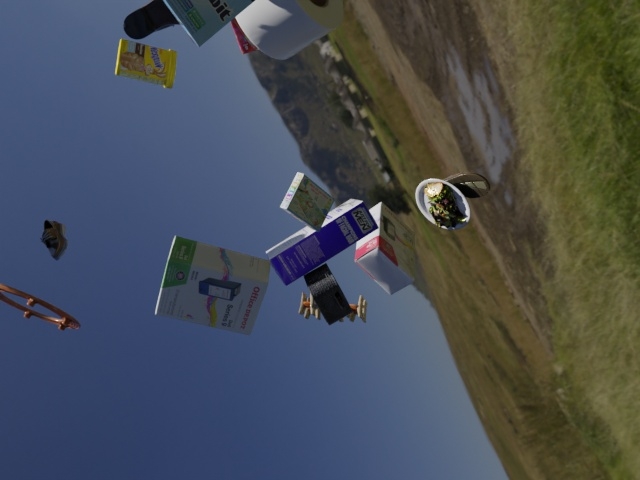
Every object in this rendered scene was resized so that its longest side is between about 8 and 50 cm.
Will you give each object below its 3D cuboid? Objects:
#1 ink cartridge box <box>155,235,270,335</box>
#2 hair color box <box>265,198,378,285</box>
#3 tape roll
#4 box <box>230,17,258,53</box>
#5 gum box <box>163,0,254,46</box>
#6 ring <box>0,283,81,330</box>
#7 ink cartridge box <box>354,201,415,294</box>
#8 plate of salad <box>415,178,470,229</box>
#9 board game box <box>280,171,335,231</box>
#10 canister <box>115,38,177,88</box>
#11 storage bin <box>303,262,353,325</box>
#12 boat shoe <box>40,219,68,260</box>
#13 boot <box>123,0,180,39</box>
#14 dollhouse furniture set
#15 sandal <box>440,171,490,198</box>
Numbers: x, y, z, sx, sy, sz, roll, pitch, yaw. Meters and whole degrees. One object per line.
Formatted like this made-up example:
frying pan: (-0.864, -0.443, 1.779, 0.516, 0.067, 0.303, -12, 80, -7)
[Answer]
ink cartridge box: (-0.227, 0.098, 1.279, 0.212, 0.154, 0.093, 15, -148, -13)
hair color box: (0.000, 0.000, 1.893, 0.110, 0.338, 0.185, 57, 177, -10)
tape roll: (-0.081, -0.593, 1.479, 0.246, 0.169, 0.246, 27, -127, -42)
box: (-0.234, -0.752, 2.089, 0.257, 0.122, 0.128, -99, -10, -59)
gum box: (-0.242, -0.541, 1.301, 0.041, 0.184, 0.157, 45, 175, 44)
ring: (-0.959, 0.224, 1.989, 0.337, 0.336, 0.032, 52, -128, -49)
ink cartridge box: (0.261, 0.027, 2.384, 0.226, 0.131, 0.306, 41, -146, -22)
plate of salad: (0.390, -0.110, 1.944, 0.048, 0.199, 0.200, -46, -64, -33)
board game box: (-0.032, -0.100, 1.604, 0.026, 0.104, 0.154, 20, 170, 40)
canister: (-0.533, -0.542, 1.842, 0.073, 0.169, 0.126, 132, 141, -54)
storage bin: (0.021, 0.159, 1.807, 0.122, 0.084, 0.180, 61, -179, -19)
boat shoe: (-0.836, -0.003, 1.873, 0.066, 0.066, 0.183, 34, -170, -39)
boot: (-0.347, -0.534, 1.390, 0.106, 0.219, 0.082, -113, 3, -62)
dollhouse furniture set: (0.044, 0.240, 2.460, 0.259, 0.261, 0.135, 50, -136, -63)
sandal: (0.456, -0.179, 1.926, 0.090, 0.060, 0.219, 58, 152, -12)
